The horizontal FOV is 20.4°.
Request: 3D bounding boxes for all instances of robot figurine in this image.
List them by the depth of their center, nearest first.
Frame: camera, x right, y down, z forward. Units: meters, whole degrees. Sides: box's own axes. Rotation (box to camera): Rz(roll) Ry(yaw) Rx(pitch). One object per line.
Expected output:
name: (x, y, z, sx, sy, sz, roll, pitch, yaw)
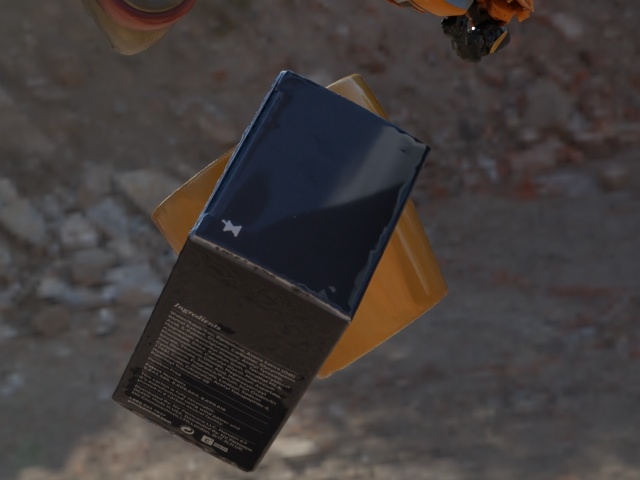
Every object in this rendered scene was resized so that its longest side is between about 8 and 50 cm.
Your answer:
robot figurine: (0.125, -0.298, 1.797, 0.085, 0.211, 0.291, -13, -17, 36)

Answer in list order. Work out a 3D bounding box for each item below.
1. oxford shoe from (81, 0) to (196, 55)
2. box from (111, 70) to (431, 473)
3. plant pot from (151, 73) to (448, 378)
oxford shoe: (-0.204, -0.324, 1.535, 0.123, 0.348, 0.130, -8, -13, -23)
box: (-0.034, 0.023, 1.123, 0.108, 0.207, 0.153, 28, 53, -2)
plant pot: (0.000, 0.000, 1.436, 0.205, 0.188, 0.205, -34, -1, -1)
